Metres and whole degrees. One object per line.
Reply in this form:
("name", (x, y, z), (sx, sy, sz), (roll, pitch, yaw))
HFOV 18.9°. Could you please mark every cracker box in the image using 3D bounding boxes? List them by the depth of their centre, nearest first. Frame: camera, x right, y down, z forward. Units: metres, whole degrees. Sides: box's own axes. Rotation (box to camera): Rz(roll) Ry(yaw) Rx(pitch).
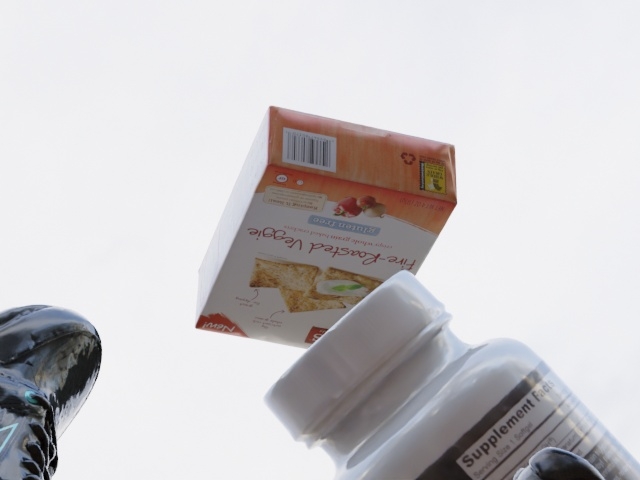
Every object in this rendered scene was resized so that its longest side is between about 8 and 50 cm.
("cracker box", (0.000, 0.000, 1.568), (0.156, 0.067, 0.232), (11, -38, -13))

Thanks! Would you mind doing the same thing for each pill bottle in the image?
("pill bottle", (0.116, 0.176, 1.243), (0.176, 0.176, 0.318), (-45, -97, 14))

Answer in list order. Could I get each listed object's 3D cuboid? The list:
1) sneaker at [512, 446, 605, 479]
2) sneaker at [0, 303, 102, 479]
("sneaker", (0.051, 0.134, 0.706), (0.229, 0.086, 0.132), (20, -87, -56))
("sneaker", (-0.173, 0.135, 0.982), (0.106, 0.267, 0.101), (9, -48, 26))
